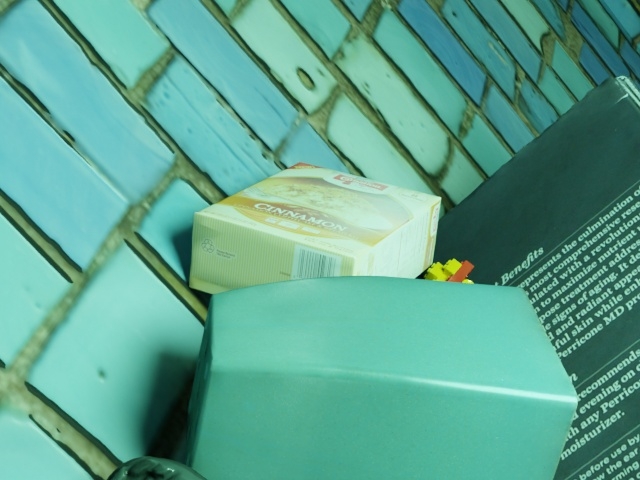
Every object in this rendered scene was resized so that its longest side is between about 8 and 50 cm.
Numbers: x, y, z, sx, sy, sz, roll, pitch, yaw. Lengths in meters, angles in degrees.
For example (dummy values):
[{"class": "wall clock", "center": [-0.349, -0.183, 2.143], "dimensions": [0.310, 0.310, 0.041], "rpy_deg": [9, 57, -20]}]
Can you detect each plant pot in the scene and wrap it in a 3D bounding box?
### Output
[{"class": "plant pot", "center": [0.028, 0.123, 0.868], "dimensions": [0.234, 0.165, 0.165], "rpy_deg": [9, 23, -10]}]

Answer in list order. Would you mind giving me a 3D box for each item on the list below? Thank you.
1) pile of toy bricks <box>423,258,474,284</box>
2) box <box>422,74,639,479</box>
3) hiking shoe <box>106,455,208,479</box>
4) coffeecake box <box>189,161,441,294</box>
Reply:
[{"class": "pile of toy bricks", "center": [0.038, 0.081, 1.071], "dimensions": [0.105, 0.118, 0.212], "rpy_deg": [38, 47, 10]}, {"class": "box", "center": [0.382, 0.173, 1.162], "dimensions": [0.480, 0.297, 0.471], "rpy_deg": [41, 20, -28]}, {"class": "hiking shoe", "center": [-0.039, 0.268, 0.806], "dimensions": [0.304, 0.113, 0.132], "rpy_deg": [52, 0, 2]}, {"class": "coffeecake box", "center": [0.000, 0.000, 1.027], "dimensions": [0.185, 0.142, 0.068], "rpy_deg": [-32, 133, -60]}]
